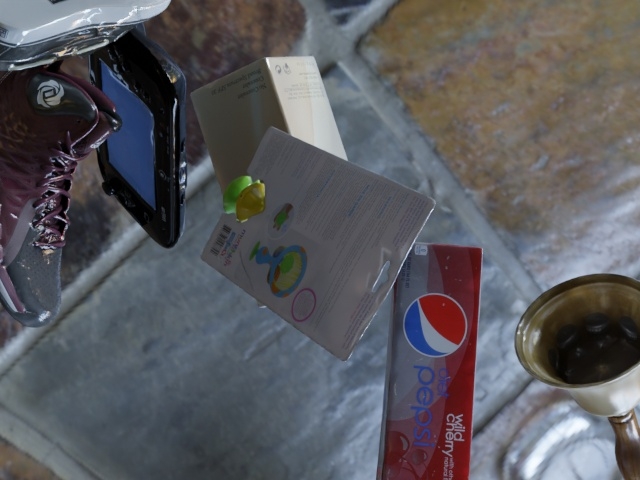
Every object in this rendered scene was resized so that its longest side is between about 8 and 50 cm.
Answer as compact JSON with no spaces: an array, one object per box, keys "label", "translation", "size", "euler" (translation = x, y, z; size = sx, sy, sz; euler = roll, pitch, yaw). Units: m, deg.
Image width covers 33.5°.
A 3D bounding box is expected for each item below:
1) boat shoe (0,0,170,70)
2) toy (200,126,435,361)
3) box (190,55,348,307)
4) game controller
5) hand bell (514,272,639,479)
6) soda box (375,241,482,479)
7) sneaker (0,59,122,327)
[{"label":"boat shoe","translation":[-0.245,-0.224,1.068],"size":[0.219,0.078,0.070],"euler":[-25,155,-41]},{"label":"toy","translation":[0.000,0.000,0.880],"size":[0.056,0.237,0.137],"euler":[28,91,-42]},{"label":"box","translation":[-0.046,-0.080,1.443],"size":[0.121,0.148,0.311],"euler":[-16,86,-56]},{"label":"game controller","translation":[-0.214,-0.125,1.248],"size":[0.067,0.166,0.319],"euler":[-24,150,-22]},{"label":"hand bell","translation":[0.271,0.158,0.951],"size":[0.126,0.126,0.242],"euler":[-35,125,-7]},{"label":"soda box","translation":[0.113,0.137,1.103],"size":[0.092,0.083,0.263],"euler":[5,79,1]},{"label":"sneaker","translation":[-0.268,-0.061,1.069],"size":[0.163,0.106,0.281],"euler":[-15,91,8]}]
